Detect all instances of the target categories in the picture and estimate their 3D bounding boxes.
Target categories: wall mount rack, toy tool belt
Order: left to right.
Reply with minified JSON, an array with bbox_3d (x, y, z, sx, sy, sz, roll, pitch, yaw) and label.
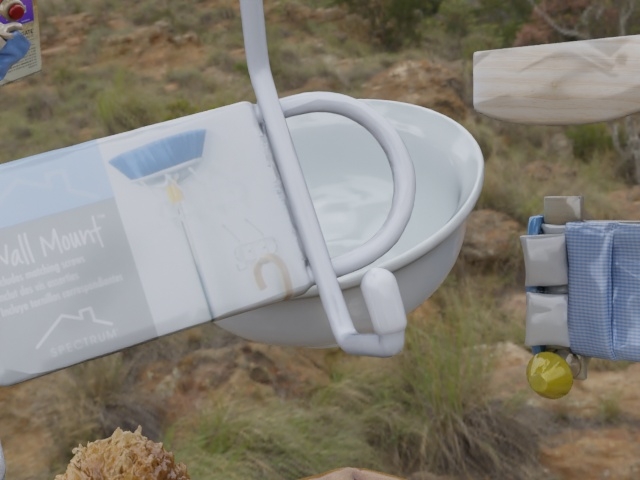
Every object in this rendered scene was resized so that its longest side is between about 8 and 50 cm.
[{"bbox_3d":[-0.263,-0.159,0.666,0.051,0.052,0.083,33,83,26],"label":"toy tool belt"},{"bbox_3d":[-0.106,-0.055,0.403,0.350,0.304,0.130,-18,-2,-17],"label":"wall mount rack"}]

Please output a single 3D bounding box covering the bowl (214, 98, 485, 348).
[{"bbox_3d":[0.000,0.000,0.717,0.298,0.134,0.298,-9,34,6],"label":"bowl"}]

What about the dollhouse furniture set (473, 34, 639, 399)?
[{"bbox_3d":[0.270,0.003,0.628,0.286,0.303,0.198,4,10,40],"label":"dollhouse furniture set"}]

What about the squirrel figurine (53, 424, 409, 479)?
[{"bbox_3d":[-0.133,0.344,0.760,0.370,0.281,0.397,3,6,-39],"label":"squirrel figurine"}]

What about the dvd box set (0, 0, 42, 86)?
[{"bbox_3d":[-0.439,-0.347,0.867,0.062,0.420,0.307,18,33,19],"label":"dvd box set"}]
